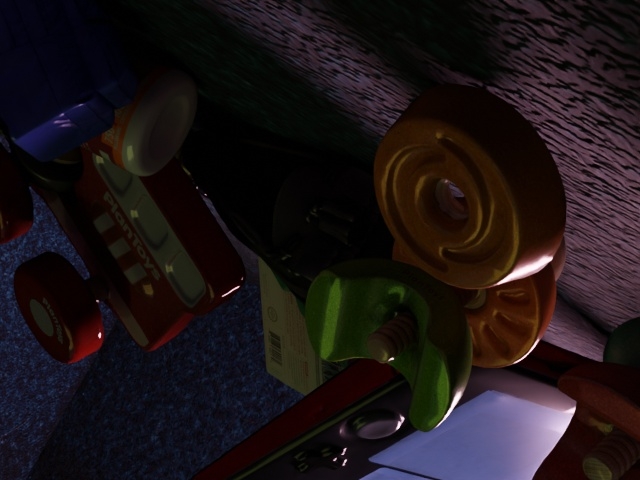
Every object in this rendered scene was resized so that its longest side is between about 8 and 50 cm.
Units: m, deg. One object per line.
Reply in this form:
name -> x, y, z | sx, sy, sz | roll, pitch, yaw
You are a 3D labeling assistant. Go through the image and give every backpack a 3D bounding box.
backpack -> -0.187, -0.128, 0.931 | 0.120, 0.101, 0.098 | 61, 175, 9

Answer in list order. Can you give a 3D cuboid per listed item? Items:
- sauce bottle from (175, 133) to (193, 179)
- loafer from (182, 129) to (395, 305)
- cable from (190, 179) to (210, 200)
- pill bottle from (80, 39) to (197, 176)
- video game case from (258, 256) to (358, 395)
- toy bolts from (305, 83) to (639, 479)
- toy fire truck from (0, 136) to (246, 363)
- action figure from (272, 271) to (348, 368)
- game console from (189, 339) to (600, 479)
sauce bottle -> -0.135, -0.085, 1.342 | 0.128, 0.042, 0.042 | 31, 175, 3
loafer -> -0.018, -0.020, 1.041 | 0.095, 0.109, 0.302 | 37, 174, -32
cable -> -0.097, -0.055, 1.458 | 0.184, 0.047, 0.150 | 34, 168, -25
pill bottle -> -0.175, -0.116, 1.027 | 0.152, 0.086, 0.086 | 27, 174, 16
video game case -> 0.030, 0.074, 1.290 | 0.210, 0.042, 0.232 | 26, 135, 33
toy bolts -> 0.136, 0.019, 0.706 | 0.228, 0.158, 0.218 | 37, 138, 25
toy fire truck -> -0.187, -0.050, 1.191 | 0.302, 0.169, 0.254 | 59, 149, 6
action figure -> 0.000, 0.000, 1.148 | 0.063, 0.137, 0.232 | 22, -171, -36
game console -> 0.118, 0.202, 1.238 | 0.386, 0.342, 0.060 | 22, -139, -40
